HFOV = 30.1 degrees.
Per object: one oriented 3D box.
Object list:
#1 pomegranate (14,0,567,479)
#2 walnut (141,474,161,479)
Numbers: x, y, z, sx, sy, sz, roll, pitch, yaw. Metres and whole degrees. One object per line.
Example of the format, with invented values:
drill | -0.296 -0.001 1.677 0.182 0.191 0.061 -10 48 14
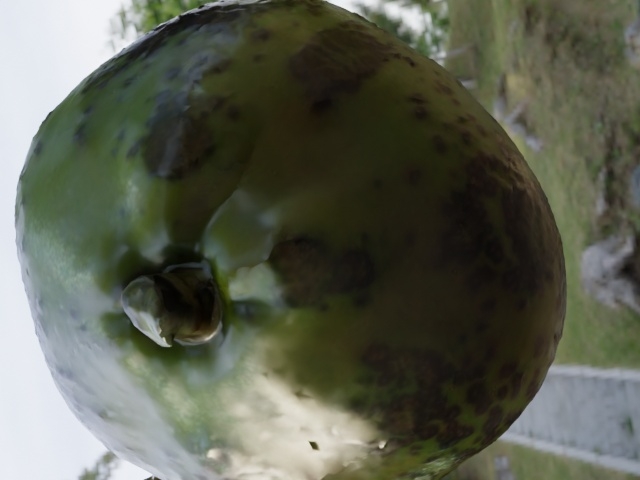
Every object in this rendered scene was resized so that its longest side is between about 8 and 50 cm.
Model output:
pomegranate | 0.011 -0.010 0.516 0.276 0.204 0.222 -33 -99 -33
walnut | -0.106 0.265 0.956 0.069 0.170 0.143 -24 -53 -63
